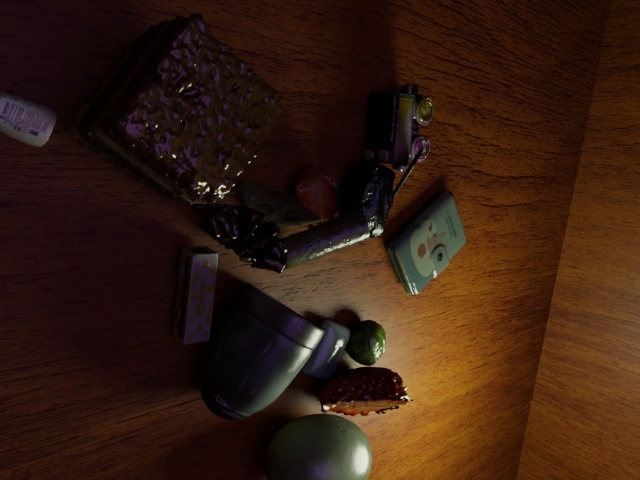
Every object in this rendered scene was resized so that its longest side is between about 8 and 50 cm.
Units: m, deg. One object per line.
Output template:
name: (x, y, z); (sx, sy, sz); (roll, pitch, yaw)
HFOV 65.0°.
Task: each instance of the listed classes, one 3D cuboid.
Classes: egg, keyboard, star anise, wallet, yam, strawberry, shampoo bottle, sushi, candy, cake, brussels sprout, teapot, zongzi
egg: (-0.002, 0.641, 1.475); (0.352, 0.259, 0.258); (21, 87, -44)
keyboard: (0.252, -0.184, 1.458); (0.041, 0.381, 0.103); (35, 49, -2)
star anise: (-0.167, -0.018, 1.169); (0.125, 0.190, 0.220); (-52, 132, -14)
wallet: (0.383, 0.012, 1.778); (0.360, 0.083, 0.252); (-40, 121, -28)
yam: (0.000, 0.000, 1.347); (0.259, 0.093, 0.093); (-20, 118, -12)
strawberry: (-0.017, -0.115, 1.372); (0.121, 0.082, 0.188); (-8, 126, -10)
shampoo bottle: (-0.543, -0.222, 0.862); (0.152, 0.045, 0.077); (23, 88, -46)
sushi: (0.131, -0.120, 1.461); (0.127, 0.124, 0.224); (11, 97, -38)
candy: (0.021, 0.335, 1.534); (0.138, 0.071, 0.174); (31, 81, -48)
cake: (-0.272, -0.236, 0.942); (0.256, 0.290, 0.282); (43, 72, -43)
brussels sprout: (0.149, 0.333, 1.623); (0.155, 0.118, 0.155); (-3, 95, -42)
teapot: (-0.159, 0.303, 1.283); (0.312, 0.233, 0.315); (-56, 160, -6)
strawberry: (0.125, 0.474, 1.607); (0.281, 0.253, 0.150); (1, 62, -10)
zongzi: (-0.109, -0.093, 1.213); (0.189, 0.178, 0.081); (35, 70, -43)

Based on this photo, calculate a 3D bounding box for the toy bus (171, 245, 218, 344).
toy bus: (-0.297, 0.127, 1.175); (0.081, 0.074, 0.226); (1, 102, -43)

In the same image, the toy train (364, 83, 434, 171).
toy train: (0.236, -0.335, 1.496); (0.178, 0.134, 0.260); (-8, 107, -41)
